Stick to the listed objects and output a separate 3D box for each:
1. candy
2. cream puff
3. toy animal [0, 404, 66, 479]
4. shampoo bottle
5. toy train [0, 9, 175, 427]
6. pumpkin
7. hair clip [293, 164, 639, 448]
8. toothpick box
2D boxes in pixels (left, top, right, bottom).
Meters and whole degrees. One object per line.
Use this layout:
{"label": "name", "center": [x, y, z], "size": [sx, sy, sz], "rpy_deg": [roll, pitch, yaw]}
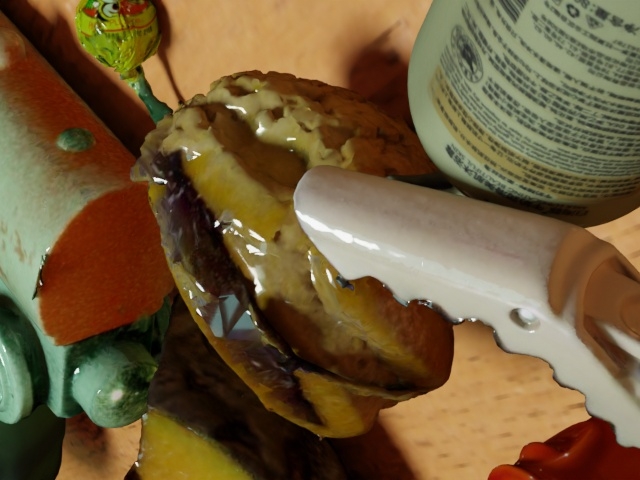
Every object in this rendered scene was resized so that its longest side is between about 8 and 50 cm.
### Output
{"label": "candy", "center": [-0.074, -0.061, 0.760], "size": [0.035, 0.035, 0.123], "rpy_deg": [8, 135, 40]}
{"label": "cream puff", "center": [0.000, 0.000, 0.587], "size": [0.133, 0.104, 0.119], "rpy_deg": [63, -170, 10]}
{"label": "toy animal", "center": [-0.317, 0.070, 1.188], "size": [0.338, 0.191, 0.216], "rpy_deg": [47, 153, 26]}
{"label": "shampoo bottle", "center": [0.067, -0.050, 0.426], "size": [0.079, 0.079, 0.162], "rpy_deg": [53, 156, 14]}
{"label": "toy train", "center": [-0.164, -0.034, 0.872], "size": [0.285, 0.116, 0.177], "rpy_deg": [47, 143, 37]}
{"label": "pumpkin", "center": [-0.026, 0.176, 0.841], "size": [0.148, 0.169, 0.312], "rpy_deg": [15, 116, 4]}
{"label": "hair clip", "center": [0.097, 0.035, 0.421], "size": [0.226, 0.034, 0.072], "rpy_deg": [32, 149, -2]}
{"label": "toothpick box", "center": [0.092, 0.069, 0.509], "size": [0.047, 0.083, 0.047], "rpy_deg": [45, 152, 32]}
